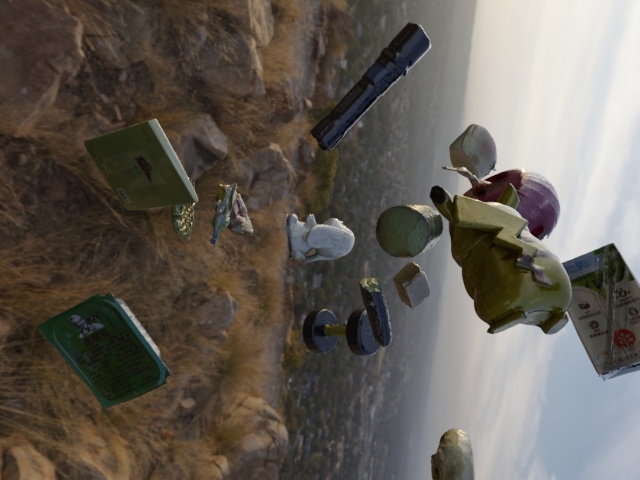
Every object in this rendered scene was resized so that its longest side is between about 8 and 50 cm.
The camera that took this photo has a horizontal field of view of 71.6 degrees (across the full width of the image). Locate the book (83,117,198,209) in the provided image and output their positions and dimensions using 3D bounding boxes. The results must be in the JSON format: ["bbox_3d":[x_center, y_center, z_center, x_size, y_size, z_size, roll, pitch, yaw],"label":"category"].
[{"bbox_3d":[-0.503,-0.195,1.232,0.035,0.351,0.239,-49,126,-42],"label":"book"}]

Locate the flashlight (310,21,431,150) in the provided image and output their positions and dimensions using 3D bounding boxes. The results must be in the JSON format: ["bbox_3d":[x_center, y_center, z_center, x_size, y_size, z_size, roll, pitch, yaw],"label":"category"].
[{"bbox_3d":[0.137,-0.426,1.265,0.424,0.103,0.103,-46,164,9],"label":"flashlight"}]

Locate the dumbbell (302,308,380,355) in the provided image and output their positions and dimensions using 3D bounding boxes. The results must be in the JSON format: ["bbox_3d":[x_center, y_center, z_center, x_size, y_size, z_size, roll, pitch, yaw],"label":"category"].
[{"bbox_3d":[0.097,0.411,2.008,0.203,0.322,0.204,12,75,-50],"label":"dumbbell"}]

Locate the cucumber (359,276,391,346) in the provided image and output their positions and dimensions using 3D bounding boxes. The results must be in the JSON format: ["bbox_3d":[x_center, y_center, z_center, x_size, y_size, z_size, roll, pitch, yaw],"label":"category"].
[{"bbox_3d":[0.188,0.238,1.454,0.074,0.074,0.242,-47,124,-61],"label":"cucumber"}]

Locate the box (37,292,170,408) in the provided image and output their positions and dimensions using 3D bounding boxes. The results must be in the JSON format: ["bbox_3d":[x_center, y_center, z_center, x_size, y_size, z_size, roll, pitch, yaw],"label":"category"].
[{"bbox_3d":[-0.612,0.311,1.320,0.337,0.264,0.106,62,11,-16],"label":"box"}]

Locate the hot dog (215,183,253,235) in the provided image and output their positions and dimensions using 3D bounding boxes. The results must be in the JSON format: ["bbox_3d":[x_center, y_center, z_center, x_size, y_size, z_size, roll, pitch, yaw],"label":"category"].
[{"bbox_3d":[-0.339,-0.112,1.667,0.123,0.093,0.262,-64,148,-43],"label":"hot dog"}]

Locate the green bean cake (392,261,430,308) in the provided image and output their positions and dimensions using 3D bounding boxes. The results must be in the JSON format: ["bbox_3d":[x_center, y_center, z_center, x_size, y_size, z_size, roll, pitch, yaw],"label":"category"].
[{"bbox_3d":[0.361,0.180,1.749,0.109,0.085,0.179,-39,138,-11],"label":"green bean cake"}]

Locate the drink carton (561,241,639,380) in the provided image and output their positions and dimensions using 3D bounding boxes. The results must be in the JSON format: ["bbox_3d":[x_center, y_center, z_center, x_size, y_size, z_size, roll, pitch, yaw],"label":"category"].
[{"bbox_3d":[0.791,0.197,1.216,0.132,0.194,0.325,33,38,-47],"label":"drink carton"}]

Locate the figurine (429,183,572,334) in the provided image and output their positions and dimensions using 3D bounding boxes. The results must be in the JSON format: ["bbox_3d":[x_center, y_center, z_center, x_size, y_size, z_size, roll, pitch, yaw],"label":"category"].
[{"bbox_3d":[0.332,0.023,0.846,0.327,0.217,0.169,-106,-152,-48],"label":"figurine"}]

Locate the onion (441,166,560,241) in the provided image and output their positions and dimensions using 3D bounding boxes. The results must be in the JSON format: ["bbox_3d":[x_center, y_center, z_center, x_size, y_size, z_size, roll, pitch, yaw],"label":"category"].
[{"bbox_3d":[0.593,-0.102,1.463,0.345,0.357,0.358,67,33,-35],"label":"onion"}]

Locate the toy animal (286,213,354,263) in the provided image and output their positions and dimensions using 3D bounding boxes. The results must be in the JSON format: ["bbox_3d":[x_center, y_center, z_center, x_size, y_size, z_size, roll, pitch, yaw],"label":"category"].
[{"bbox_3d":[-0.014,-0.004,1.803,0.249,0.289,0.174,46,37,-61],"label":"toy animal"}]

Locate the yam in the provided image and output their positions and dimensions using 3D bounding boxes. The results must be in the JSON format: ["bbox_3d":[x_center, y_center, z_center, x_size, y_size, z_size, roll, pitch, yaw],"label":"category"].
[{"bbox_3d":[0.268,-0.031,1.311,0.268,0.161,0.161,-14,110,-66],"label":"yam"}]

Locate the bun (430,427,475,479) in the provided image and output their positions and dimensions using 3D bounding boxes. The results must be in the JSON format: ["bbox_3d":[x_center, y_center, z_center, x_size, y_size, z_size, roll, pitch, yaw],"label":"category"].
[{"bbox_3d":[0.470,0.832,1.593,0.287,0.146,0.288,0,90,-78],"label":"bun"}]

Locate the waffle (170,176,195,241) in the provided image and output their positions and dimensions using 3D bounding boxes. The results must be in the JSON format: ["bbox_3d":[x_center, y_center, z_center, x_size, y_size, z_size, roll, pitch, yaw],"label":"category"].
[{"bbox_3d":[-0.477,-0.115,1.537,0.223,0.054,0.204,107,-11,-74],"label":"waffle"}]

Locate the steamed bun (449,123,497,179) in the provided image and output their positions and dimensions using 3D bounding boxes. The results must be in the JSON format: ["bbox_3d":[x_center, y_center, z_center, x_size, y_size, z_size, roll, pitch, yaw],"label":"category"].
[{"bbox_3d":[0.618,-0.335,1.748,0.170,0.152,0.238,-49,148,2],"label":"steamed bun"}]

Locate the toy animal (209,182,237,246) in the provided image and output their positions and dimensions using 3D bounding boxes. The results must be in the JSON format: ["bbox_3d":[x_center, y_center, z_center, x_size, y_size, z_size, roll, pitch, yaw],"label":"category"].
[{"bbox_3d":[-0.245,-0.090,1.136,0.075,0.041,0.217,102,-3,-55],"label":"toy animal"}]
